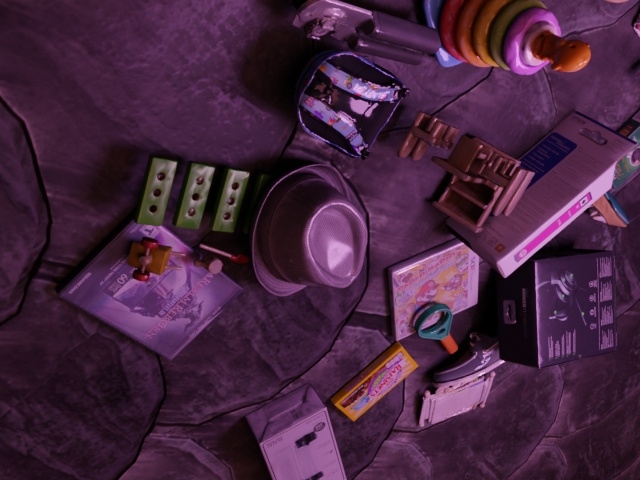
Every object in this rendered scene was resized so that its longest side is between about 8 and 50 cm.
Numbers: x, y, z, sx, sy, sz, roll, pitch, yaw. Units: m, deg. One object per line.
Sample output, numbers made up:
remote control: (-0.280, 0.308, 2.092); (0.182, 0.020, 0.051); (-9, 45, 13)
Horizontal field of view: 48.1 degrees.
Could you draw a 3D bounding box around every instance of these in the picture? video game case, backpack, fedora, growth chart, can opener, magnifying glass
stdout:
video game case: (-0.288, 0.085, 1.252); (0.196, 0.026, 0.274); (-44, 132, 2)
backpack: (0.029, -0.233, 1.162); (0.173, 0.117, 0.158); (20, 109, -40)
video game case: (0.255, 0.103, 1.596); (0.227, 0.026, 0.206); (-22, 130, -17)
fedora: (0.000, 0.000, 1.264); (0.244, 0.124, 0.275); (-41, 137, -24)
growth chart: (0.354, 0.409, 1.859); (0.237, 0.021, 0.172); (-11, 133, -25)
can opener: (0.072, -0.350, 1.130); (0.283, 0.095, 0.076); (0, 159, -41)
magnifying glass: (0.279, 0.212, 1.661); (0.092, 0.026, 0.231); (-37, 144, 2)

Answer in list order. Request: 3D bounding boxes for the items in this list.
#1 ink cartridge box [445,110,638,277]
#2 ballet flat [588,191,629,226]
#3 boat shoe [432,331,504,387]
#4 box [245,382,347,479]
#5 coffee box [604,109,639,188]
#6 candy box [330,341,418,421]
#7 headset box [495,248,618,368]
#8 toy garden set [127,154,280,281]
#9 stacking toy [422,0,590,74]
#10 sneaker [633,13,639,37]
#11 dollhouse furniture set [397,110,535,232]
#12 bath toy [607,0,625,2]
ink cartridge box: (0.453, -0.101, 1.474); (0.371, 0.176, 0.069); (-42, 133, 0)
ballet flat: (0.654, -0.091, 1.689); (0.073, 0.080, 0.232); (-28, 136, 26)
boat shoe: (0.409, 0.265, 1.778); (0.319, 0.116, 0.099); (-25, 88, -6)
box: (-0.051, 0.476, 1.625); (0.169, 0.087, 0.290); (-26, 130, -14)
coffee box: (0.715, -0.218, 1.645); (0.184, 0.040, 0.113); (-46, 132, 4)
candy box: (0.128, 0.331, 1.676); (0.206, 0.027, 0.105); (-41, 136, 0)
headset box: (0.545, 0.152, 1.670); (0.283, 0.131, 0.246); (-6, 94, -29)
toy garden set: (-0.201, -0.031, 1.190); (0.244, 0.049, 0.203); (6, 107, -40)
stacking toy: (0.318, -0.331, 1.146); (0.175, 0.302, 0.165); (-34, 132, -8)
sneaker: (0.669, -0.461, 1.441); (0.070, 0.051, 0.134); (-37, 137, -11)
dollhouse furniture set: (0.265, -0.108, 1.337); (0.242, 0.212, 0.161); (-3, 125, -62)
bath toy: (0.497, -0.503, 1.260); (0.348, 0.129, 0.151); (-2, 141, -30)
